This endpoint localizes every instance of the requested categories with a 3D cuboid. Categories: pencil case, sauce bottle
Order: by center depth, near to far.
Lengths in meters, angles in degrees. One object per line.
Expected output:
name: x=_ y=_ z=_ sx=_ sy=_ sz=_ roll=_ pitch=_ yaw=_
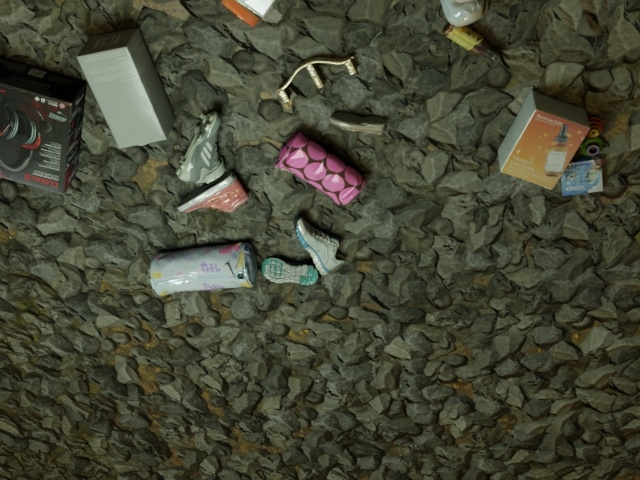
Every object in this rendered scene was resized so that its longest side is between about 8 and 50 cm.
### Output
sauce bottle: x=0.312 y=-0.410 z=1.689 sx=0.128 sy=0.042 sz=0.042 roll=27 pitch=127 yaw=-16
pencil case: x=0.000 y=-0.160 z=1.899 sx=0.209 sy=0.095 sz=0.098 roll=32 pitch=95 yaw=-16
pencil case: x=-0.297 y=0.078 z=2.105 sx=0.273 sy=0.124 sz=0.114 roll=-6 pitch=127 yaw=13

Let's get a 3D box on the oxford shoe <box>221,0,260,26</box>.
oxford shoe: x=-0.209 y=-0.550 z=1.635 sx=0.271 sy=0.097 sz=0.098 roll=36 pitch=104 yaw=-24

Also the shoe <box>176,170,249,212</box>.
shoe: x=-0.261 y=-0.095 z=2.001 sx=0.178 sy=0.063 sz=0.081 roll=-27 pitch=115 yaw=21

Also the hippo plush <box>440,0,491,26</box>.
hippo plush: x=0.191 y=-0.526 z=1.491 sx=0.236 sy=0.234 sz=0.294 roll=8 pitch=148 yaw=16

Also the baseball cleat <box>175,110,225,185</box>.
baseball cleat: x=-0.258 y=-0.213 z=1.918 sx=0.109 sy=0.072 sz=0.206 roll=18 pitch=132 yaw=-27

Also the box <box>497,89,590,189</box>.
box: x=0.481 y=-0.218 z=1.783 sx=0.130 sy=0.091 sz=0.171 roll=18 pitch=128 yaw=-6

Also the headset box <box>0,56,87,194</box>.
headset box: x=-0.675 y=-0.251 z=1.908 sx=0.218 sy=0.110 sz=0.293 roll=16 pitch=128 yaw=-5

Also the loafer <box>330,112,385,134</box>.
loafer: x=0.082 y=-0.257 z=1.841 sx=0.125 sy=0.045 sz=0.039 roll=6 pitch=135 yaw=0

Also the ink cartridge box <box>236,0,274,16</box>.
ink cartridge box: x=-0.111 y=-0.577 z=1.471 sx=0.197 sy=0.270 sz=0.198 roll=31 pitch=125 yaw=-16

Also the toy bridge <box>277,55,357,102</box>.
toy bridge: x=-0.012 y=-0.362 z=1.781 sx=0.188 sy=0.026 sz=0.063 roll=-19 pitch=122 yaw=21

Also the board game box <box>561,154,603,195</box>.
board game box: x=0.593 y=-0.147 z=1.867 sx=0.090 sy=0.020 sz=0.090 roll=-8 pitch=128 yaw=14

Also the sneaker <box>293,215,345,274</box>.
sneaker: x=0.000 y=0.000 z=2.046 sx=0.082 sy=0.071 sz=0.191 roll=-24 pitch=128 yaw=15

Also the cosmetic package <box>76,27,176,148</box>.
cosmetic package: x=-0.424 y=-0.333 z=1.817 sx=0.127 sy=0.107 sz=0.238 roll=-7 pitch=129 yaw=13

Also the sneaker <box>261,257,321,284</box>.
sneaker: x=-0.072 y=0.084 z=2.117 sx=0.166 sy=0.076 sz=0.065 roll=13 pitch=91 yaw=24

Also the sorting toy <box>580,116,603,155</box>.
sorting toy: x=0.590 y=-0.219 z=1.797 sx=0.061 sy=0.042 sz=0.102 roll=-7 pitch=127 yaw=13
